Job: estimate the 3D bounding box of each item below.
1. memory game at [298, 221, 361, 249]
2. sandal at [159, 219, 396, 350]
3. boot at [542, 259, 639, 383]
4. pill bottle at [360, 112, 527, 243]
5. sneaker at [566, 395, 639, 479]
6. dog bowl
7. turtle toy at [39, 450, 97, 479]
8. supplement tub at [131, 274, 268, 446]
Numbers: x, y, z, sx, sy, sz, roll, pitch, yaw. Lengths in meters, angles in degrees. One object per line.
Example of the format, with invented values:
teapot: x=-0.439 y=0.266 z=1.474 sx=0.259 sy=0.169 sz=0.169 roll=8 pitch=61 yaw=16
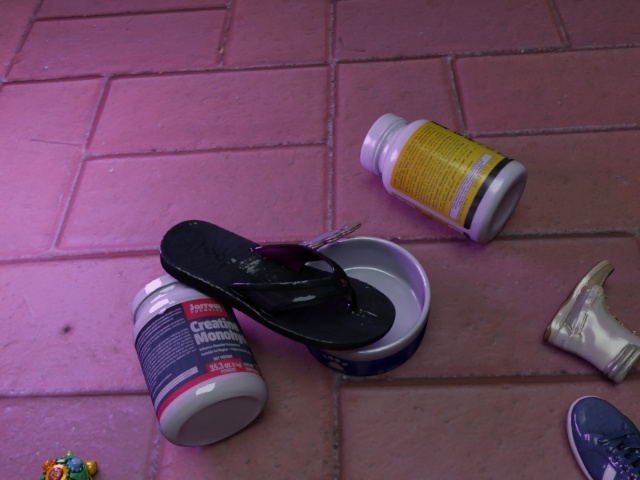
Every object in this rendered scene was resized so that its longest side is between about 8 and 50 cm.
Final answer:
memory game: x=0.000 y=0.000 z=1.257 sx=0.186 sy=0.186 sz=0.012 roll=-23 pitch=95 yaw=-12
sandal: x=-0.078 y=0.067 z=1.063 sx=0.445 sy=0.107 sz=0.168 roll=20 pitch=47 yaw=4
boot: x=0.546 y=0.150 z=1.138 sx=0.165 sy=0.077 sz=0.213 roll=33 pitch=67 yaw=27
pill bottle: x=0.260 y=-0.149 z=1.319 sx=0.334 sy=0.188 sz=0.188 roll=33 pitch=62 yaw=25
sneaker: x=0.514 y=0.381 z=0.920 sx=0.131 sy=0.148 sz=0.350 roll=-19 pitch=53 yaw=-9
dog bowl: x=0.080 y=0.125 z=1.179 sx=0.264 sy=0.104 sz=0.265 roll=-3 pitch=53 yaw=4
turtle toy: x=-0.442 y=0.423 z=1.024 sx=0.095 sy=0.066 sz=0.130 roll=-5 pitch=53 yaw=2
supplement tub: x=-0.226 y=0.209 z=1.089 sx=0.191 sy=0.191 sz=0.272 roll=-23 pitch=55 yaw=-12
